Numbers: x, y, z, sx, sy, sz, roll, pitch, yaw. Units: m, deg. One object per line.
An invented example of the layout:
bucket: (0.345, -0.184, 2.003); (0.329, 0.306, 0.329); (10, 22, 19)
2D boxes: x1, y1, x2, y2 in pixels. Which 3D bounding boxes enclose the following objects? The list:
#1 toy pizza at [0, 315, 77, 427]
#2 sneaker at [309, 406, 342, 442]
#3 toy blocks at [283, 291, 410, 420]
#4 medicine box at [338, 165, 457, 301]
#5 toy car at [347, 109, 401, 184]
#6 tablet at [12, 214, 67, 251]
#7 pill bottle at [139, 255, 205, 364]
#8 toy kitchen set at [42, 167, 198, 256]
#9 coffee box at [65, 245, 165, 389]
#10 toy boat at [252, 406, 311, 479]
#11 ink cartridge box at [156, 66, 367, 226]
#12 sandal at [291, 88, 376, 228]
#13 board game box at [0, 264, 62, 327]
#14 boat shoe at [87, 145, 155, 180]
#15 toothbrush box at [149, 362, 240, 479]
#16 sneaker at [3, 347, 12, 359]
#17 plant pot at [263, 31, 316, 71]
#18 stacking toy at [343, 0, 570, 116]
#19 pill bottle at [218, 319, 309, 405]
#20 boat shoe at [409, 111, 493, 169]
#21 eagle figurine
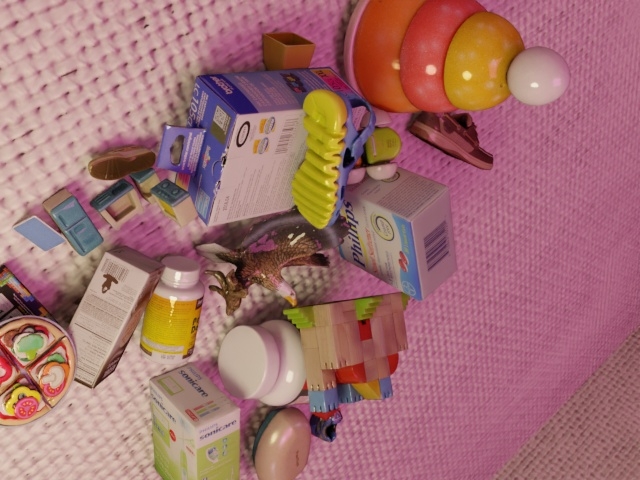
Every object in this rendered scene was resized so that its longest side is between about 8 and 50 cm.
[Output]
toy pizza: (-0.518, 0.231, 1.262); (0.201, 0.032, 0.201); (-9, 103, -43)
sneaker: (0.032, 0.489, 2.095); (0.083, 0.087, 0.221); (-14, 122, -40)
toy blocks: (0.090, 0.268, 1.713); (0.381, 0.191, 0.260); (-4, 84, -50)
medicine box: (0.173, -0.037, 1.773); (0.149, 0.289, 0.263); (-38, 135, -26)
toy car: (0.098, -0.219, 1.703); (0.182, 0.136, 0.159); (-9, 96, 3)
tablet: (-0.508, -0.012, 1.310); (0.054, 0.006, 0.083); (-25, 138, 15)
pill bottle: (-0.312, 0.146, 1.533); (0.117, 0.117, 0.215); (-5, 117, -43)
toy kitchen set: (-0.363, -0.055, 1.327); (0.207, 0.166, 0.122); (-41, 136, -20)
coffee box: (-0.409, 0.144, 1.404); (0.246, 0.098, 0.141); (-63, 180, 5)
toy boat: (-0.162, 0.574, 1.933); (0.318, 0.148, 0.267); (-30, 136, -39)
ink cartridge box: (-0.126, -0.191, 1.451); (0.395, 0.151, 0.270); (-16, 140, -40)
sandal: (0.033, -0.157, 1.419); (0.138, 0.126, 0.317); (-25, 144, -36)
board game box: (-0.581, 0.150, 1.324); (0.141, 0.048, 0.170); (-40, 136, -17)
boat shoe: (-0.377, -0.147, 1.353); (0.135, 0.045, 0.050); (-17, 132, -42)
toothbrush box: (-0.290, 0.463, 1.674); (0.122, 0.206, 0.283); (-17, 125, -37)
sneaker: (-0.627, 0.285, 1.253); (0.283, 0.124, 0.107); (-36, 134, -5)
plant pot: (-0.069, -0.377, 1.498); (0.081, 0.081, 0.083); (-16, 129, -38)
stacking toy: (0.315, -0.385, 1.565); (0.351, 0.480, 0.350); (-23, 128, -33)
pill bottle: (-0.062, 0.304, 1.802); (0.363, 0.210, 0.210); (10, 106, -47)
boat shoe: (0.381, -0.287, 1.966); (0.342, 0.123, 0.123); (18, 101, -42)
eagle figurine: (-0.101, 0.043, 1.603); (0.298, 0.226, 0.225); (-43, 129, -26)
